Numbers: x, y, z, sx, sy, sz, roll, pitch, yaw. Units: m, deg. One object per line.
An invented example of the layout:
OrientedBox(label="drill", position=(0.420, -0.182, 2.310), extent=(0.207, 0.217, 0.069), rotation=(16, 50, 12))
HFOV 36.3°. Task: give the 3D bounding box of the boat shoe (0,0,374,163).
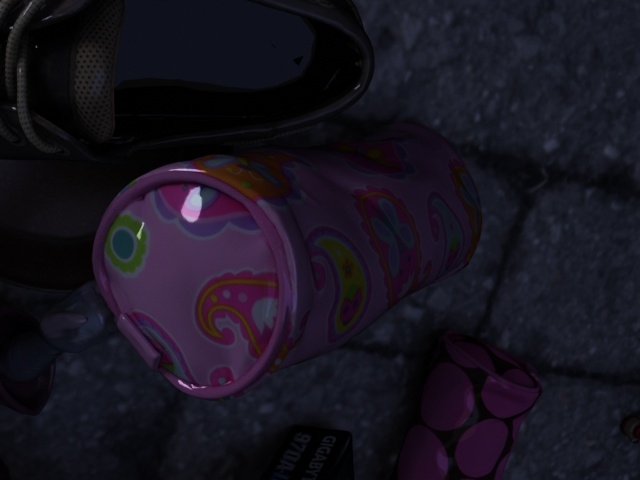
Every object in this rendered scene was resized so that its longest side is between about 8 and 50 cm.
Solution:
OrientedBox(label="boat shoe", position=(-0.134, -0.105, 0.496), extent=(0.356, 0.130, 0.132), rotation=(-9, 110, -21))

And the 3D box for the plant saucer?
OrientedBox(label="plant saucer", position=(-0.151, -0.066, 0.597), extent=(0.199, 0.036, 0.198), rotation=(-7, 110, -21))

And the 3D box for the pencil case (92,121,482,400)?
OrientedBox(label="pencil case", position=(0.000, 0.000, 0.567), extent=(0.284, 0.124, 0.124), rotation=(-20, 122, -62))

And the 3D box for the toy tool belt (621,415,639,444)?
OrientedBox(label="toy tool belt", position=(0.316, 0.157, 0.872), extent=(0.083, 0.051, 0.052), rotation=(-33, 117, -10))

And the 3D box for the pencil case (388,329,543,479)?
OrientedBox(label="pencil case", position=(0.107, 0.181, 0.765), extent=(0.098, 0.095, 0.209), rotation=(18, 101, 1))

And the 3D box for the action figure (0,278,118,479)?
OrientedBox(label="action figure", position=(-0.226, 0.147, 0.576), extent=(0.248, 0.276, 0.370), rotation=(-23, 96, -21))

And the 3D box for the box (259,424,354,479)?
OrientedBox(label="box", position=(-0.025, 0.258, 0.671), extent=(0.051, 0.220, 0.175), rotation=(3, 110, 17))
